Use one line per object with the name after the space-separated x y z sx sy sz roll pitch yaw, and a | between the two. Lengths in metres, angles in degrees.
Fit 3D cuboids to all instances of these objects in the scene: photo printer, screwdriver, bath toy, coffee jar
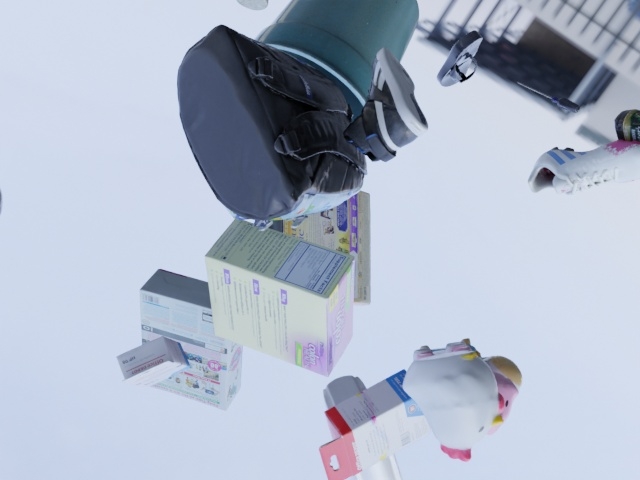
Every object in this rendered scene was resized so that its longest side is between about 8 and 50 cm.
0.109 0.488 2.096 0.256 0.107 0.308 -118 8 -57 | photo printer
0.520 -0.329 2.155 0.025 0.024 0.170 13 -163 -49 | screwdriver
0.189 0.199 1.222 0.348 0.151 0.129 17 -117 -79 | bath toy
0.791 -0.260 2.236 0.184 0.079 0.096 11 135 49 | coffee jar

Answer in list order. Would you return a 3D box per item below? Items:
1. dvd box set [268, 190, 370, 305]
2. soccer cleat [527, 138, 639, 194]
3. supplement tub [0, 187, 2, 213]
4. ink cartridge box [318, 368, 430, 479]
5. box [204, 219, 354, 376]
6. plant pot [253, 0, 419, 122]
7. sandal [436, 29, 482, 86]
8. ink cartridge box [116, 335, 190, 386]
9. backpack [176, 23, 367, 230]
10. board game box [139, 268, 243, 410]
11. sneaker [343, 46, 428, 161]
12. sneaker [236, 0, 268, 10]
0.000 0.000 2.355 0.062 0.308 0.420 -5 171 32 | dvd box set
0.657 -0.162 2.310 0.331 0.143 0.116 0 131 53 | soccer cleat
-0.812 -0.116 2.042 0.207 0.207 0.338 16 -163 -38 | supplement tub
0.093 0.366 1.841 0.231 0.134 0.078 -25 -139 -14 | ink cartridge box
-0.070 0.102 1.711 0.243 0.214 0.117 18 -133 20 | box
0.032 -0.407 2.005 0.341 0.341 0.334 32 -114 -5 | plant pot
0.330 -0.409 2.214 0.054 0.097 0.254 52 176 7 | sandal
-0.335 0.241 1.881 0.180 0.104 0.060 66 180 -77 | ink cartridge box
-0.061 -0.158 1.480 0.355 0.273 0.290 -15 -100 -54 | backpack
-0.300 0.235 2.217 0.224 0.303 0.097 15 -145 13 | board game box
0.081 -0.202 1.425 0.079 0.121 0.217 41 -156 -32 | sneaker
-0.152 -0.497 1.747 0.152 0.058 0.085 28 -123 -31 | sneaker
